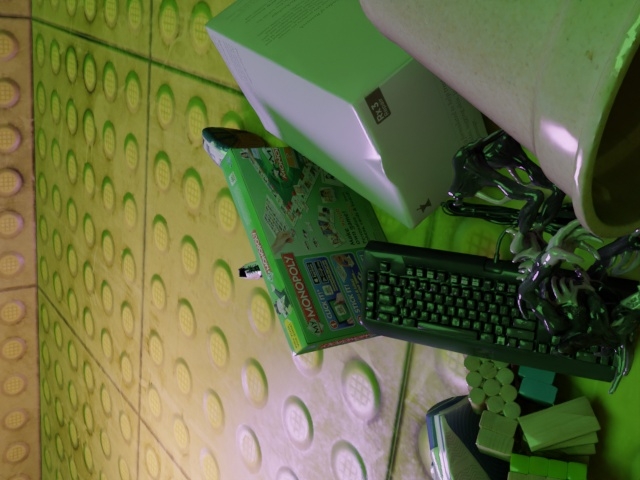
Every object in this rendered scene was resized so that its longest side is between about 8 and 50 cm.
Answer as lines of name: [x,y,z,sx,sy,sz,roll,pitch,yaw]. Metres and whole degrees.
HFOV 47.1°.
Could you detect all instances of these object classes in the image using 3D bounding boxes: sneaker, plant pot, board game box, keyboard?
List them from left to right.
sneaker: [-0.140,-0.115,1.356,0.296,0.112,0.130,41,128,44]
sneaker: [-0.120,0.057,1.419,0.109,0.044,0.040,-25,74,52]
board game box: [0.000,0.000,1.093,0.046,0.214,0.317,-46,59,48]
sneaker: [0.182,0.377,0.985,0.182,0.128,0.315,-29,75,51]
keyboard: [0.199,0.044,0.850,0.317,0.033,0.201,8,104,22]
plant pot: [0.205,-0.220,0.625,0.305,0.334,0.333,39,127,34]

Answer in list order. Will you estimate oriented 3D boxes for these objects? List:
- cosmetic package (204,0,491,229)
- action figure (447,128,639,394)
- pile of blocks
cosmetic package: [0.028,-0.204,0.980,0.385,0.156,0.217,38,165,44]
action figure: [0.245,0.005,0.715,0.275,0.164,0.141,57,136,10]
pile of blocks: [0.248,0.211,0.905,0.112,0.149,0.362,56,-163,-64]
